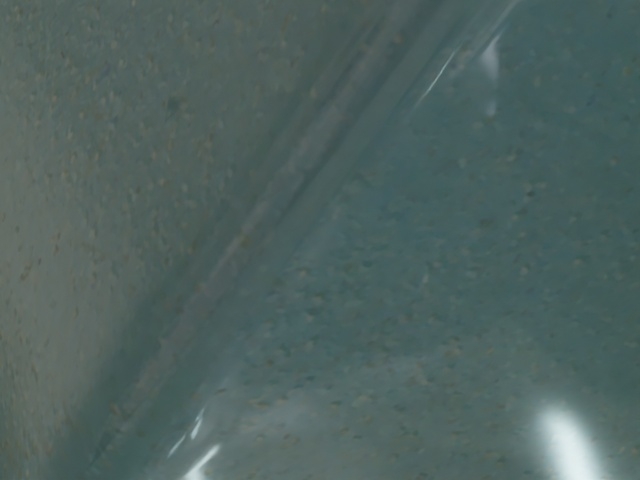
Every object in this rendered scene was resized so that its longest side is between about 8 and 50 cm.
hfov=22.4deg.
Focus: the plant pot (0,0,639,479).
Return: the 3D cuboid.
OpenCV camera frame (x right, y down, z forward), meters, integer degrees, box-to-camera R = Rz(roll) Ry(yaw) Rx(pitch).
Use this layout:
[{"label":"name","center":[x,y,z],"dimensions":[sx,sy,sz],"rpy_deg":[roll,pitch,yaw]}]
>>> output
[{"label":"plant pot","center":[0.000,0.000,0.486],"dimensions":[0.252,0.248,0.247],"rpy_deg":[-54,-139,15]}]
